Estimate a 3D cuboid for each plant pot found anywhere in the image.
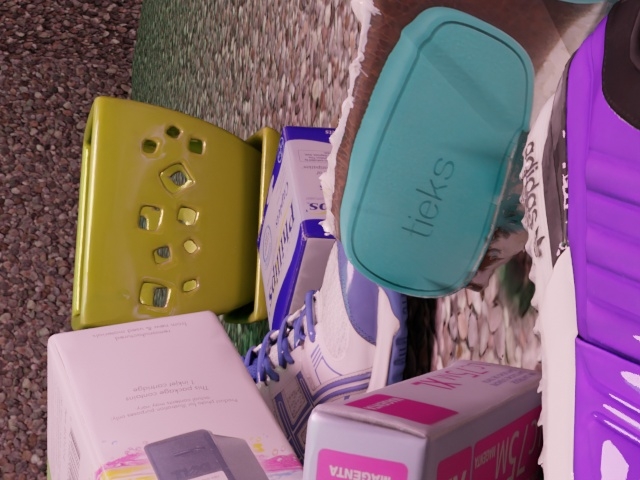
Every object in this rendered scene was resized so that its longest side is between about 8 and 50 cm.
[{"bbox_3d":[-0.145,-0.014,1.297,0.228,0.207,0.227,164,109,-75],"label":"plant pot"}]

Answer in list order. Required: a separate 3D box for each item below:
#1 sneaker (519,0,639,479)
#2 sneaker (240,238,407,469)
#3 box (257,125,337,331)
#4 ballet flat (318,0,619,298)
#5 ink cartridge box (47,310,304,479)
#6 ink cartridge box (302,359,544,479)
[{"bbox_3d":[0.132,0.018,0.377,0.146,0.102,0.293,113,157,-51],"label":"sneaker"},{"bbox_3d":[-0.020,0.113,0.885,0.112,0.131,0.296,-84,7,-61],"label":"sneaker"},{"bbox_3d":[0.000,0.000,0.985,0.137,0.072,0.126,-102,21,-47],"label":"box"},{"bbox_3d":[0.089,-0.136,0.564,0.409,0.147,0.147,112,157,-50],"label":"ballet flat"},{"bbox_3d":[-0.066,0.224,0.723,0.353,0.119,0.207,-126,37,-51],"label":"ink cartridge box"},{"bbox_3d":[0.043,0.220,0.577,0.186,0.065,0.311,-4,-78,-64],"label":"ink cartridge box"}]
